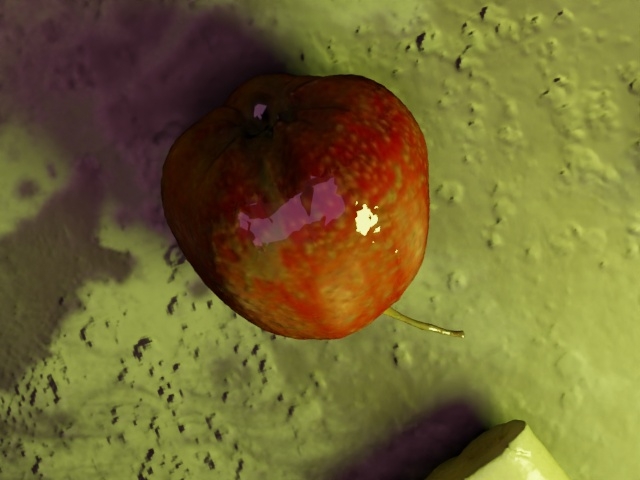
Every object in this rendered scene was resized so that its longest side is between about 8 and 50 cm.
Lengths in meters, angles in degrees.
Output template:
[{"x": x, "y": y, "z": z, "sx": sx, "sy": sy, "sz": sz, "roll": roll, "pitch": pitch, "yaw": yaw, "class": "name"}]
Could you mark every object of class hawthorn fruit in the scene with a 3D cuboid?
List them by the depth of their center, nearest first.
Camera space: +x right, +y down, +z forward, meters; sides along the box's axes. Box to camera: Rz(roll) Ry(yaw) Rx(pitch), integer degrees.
[{"x": 0.000, "y": 0.000, "z": 0.987, "sx": 0.163, "sy": 0.162, "sz": 0.203, "roll": -19, "pitch": 125, "yaw": 7, "class": "hawthorn fruit"}]

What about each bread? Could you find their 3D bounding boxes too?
[{"x": 0.131, "y": 0.217, "z": 1.088, "sx": 0.139, "sy": 0.060, "sz": 0.178, "roll": -35, "pitch": 105, "yaw": 13, "class": "bread"}]
